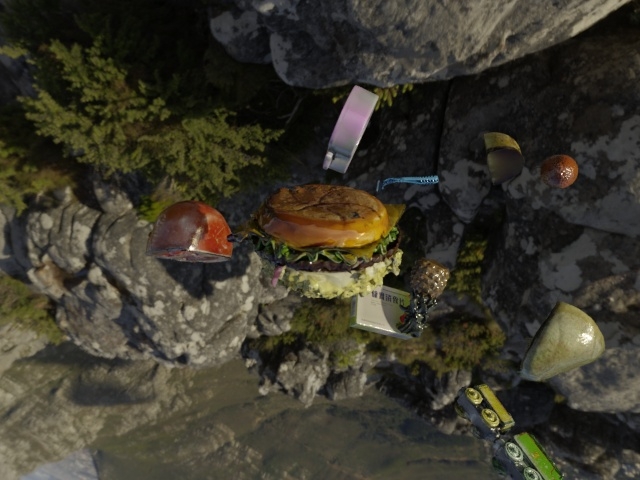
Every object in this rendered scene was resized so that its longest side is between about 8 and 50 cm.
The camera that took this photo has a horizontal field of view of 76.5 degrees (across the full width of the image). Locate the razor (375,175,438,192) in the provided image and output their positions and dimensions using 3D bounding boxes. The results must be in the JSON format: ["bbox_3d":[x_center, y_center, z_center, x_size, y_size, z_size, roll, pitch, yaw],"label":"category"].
[{"bbox_3d":[0.354,-0.242,1.659,0.254,0.042,0.082,-4,149,0],"label":"razor"}]

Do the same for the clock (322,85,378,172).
[{"bbox_3d":[0.113,-0.423,1.585,0.102,0.338,0.338,24,137,0],"label":"clock"}]

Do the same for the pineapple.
[{"bbox_3d":[0.296,0.172,1.185,0.119,0.111,0.237,15,99,-20],"label":"pineapple"}]

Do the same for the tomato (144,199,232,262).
[{"bbox_3d":[-0.330,-0.025,1.046,0.181,0.155,0.214,0,169,22],"label":"tomato"}]

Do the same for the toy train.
[{"bbox_3d":[0.314,0.338,0.694,0.081,0.202,0.060,0,128,-28],"label":"toy train"}]

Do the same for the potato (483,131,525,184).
[{"bbox_3d":[0.369,-0.182,0.824,0.067,0.103,0.096,-10,140,21],"label":"potato"}]

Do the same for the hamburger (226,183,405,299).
[{"bbox_3d":[0.000,0.000,0.626,0.262,0.243,0.138,18,119,26],"label":"hamburger"}]

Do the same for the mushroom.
[{"bbox_3d":[0.751,0.362,1.289,0.212,0.217,0.292,29,159,17],"label":"mushroom"}]

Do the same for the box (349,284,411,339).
[{"bbox_3d":[0.240,0.266,1.554,0.261,0.175,0.062,17,150,-19],"label":"box"}]

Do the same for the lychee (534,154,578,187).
[{"bbox_3d":[0.747,-0.223,1.277,0.115,0.140,0.101,27,133,16],"label":"lychee"}]
